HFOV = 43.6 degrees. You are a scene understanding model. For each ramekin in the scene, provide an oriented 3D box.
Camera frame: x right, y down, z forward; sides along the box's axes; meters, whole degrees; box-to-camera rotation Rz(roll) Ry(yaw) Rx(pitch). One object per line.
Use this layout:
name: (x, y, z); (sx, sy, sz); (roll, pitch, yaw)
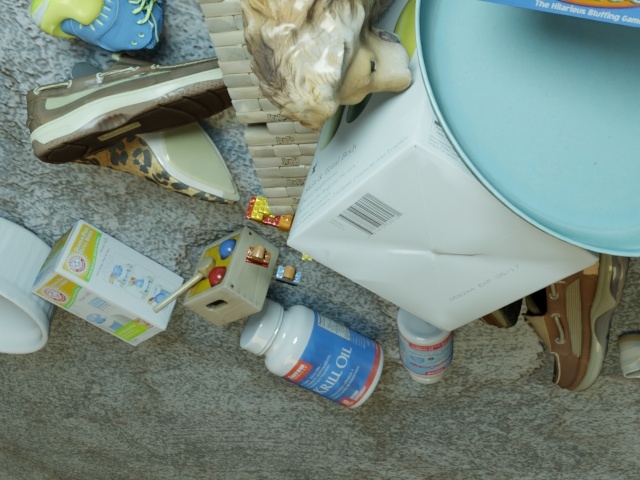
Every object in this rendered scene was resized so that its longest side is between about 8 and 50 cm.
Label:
ramekin: (-0.576, 0.069, 1.373); (0.277, 0.135, 0.277); (11, 145, 8)

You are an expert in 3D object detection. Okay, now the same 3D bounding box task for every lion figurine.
lion figurine: (-0.003, -0.282, 0.557); (0.142, 0.240, 0.392); (9, 144, 18)

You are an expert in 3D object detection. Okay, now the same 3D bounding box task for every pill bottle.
pill bottle: (0.166, 0.161, 1.258); (0.087, 0.087, 0.160); (6, 145, 13)
pill bottle: (-0.016, 0.182, 1.324); (0.221, 0.124, 0.124); (27, 144, -17)

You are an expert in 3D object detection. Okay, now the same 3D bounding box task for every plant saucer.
plant saucer: (0.214, -0.138, 0.633); (0.317, 0.318, 0.043); (22, 162, -10)

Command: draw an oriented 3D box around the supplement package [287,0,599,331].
supplement package: (0.125, -0.093, 0.758); (0.198, 0.263, 0.199); (29, 144, -19)

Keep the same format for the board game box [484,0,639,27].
board game box: (0.199, -0.241, 0.571); (0.160, 0.210, 0.047); (11, 145, 5)

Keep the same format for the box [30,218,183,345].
box: (-0.349, 0.073, 1.317); (0.203, 0.103, 0.114); (34, 141, -25)

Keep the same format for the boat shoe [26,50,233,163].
boat shoe: (-0.205, -0.173, 0.893); (0.257, 0.095, 0.095); (-19, 169, -8)

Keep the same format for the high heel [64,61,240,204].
high heel: (-0.240, -0.105, 1.040); (0.261, 0.093, 0.186); (37, 143, -17)

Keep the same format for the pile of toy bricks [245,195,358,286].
pile of toy bricks: (0.000, 0.000, 1.055); (0.212, 0.118, 0.105); (15, 165, -1)

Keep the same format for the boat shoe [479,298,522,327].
boat shoe: (0.152, -0.013, 1.007); (0.119, 0.123, 0.324); (-9, 131, 39)

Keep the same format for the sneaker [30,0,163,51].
sneaker: (-0.195, -0.267, 0.809); (0.126, 0.091, 0.240); (23, 154, -32)

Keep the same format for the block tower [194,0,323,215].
block tower: (-0.037, -0.156, 0.846); (0.097, 0.091, 0.335); (-2, 143, 13)

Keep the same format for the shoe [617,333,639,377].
shoe: (0.544, 0.172, 1.154); (0.219, 0.058, 0.077); (-3, 142, 24)

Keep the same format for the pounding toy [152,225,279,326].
pounding toy: (-0.156, 0.060, 1.201); (0.100, 0.130, 0.141); (37, 140, -28)

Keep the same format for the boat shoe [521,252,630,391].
boat shoe: (0.332, 0.084, 1.073); (0.116, 0.123, 0.324); (9, 136, 16)
